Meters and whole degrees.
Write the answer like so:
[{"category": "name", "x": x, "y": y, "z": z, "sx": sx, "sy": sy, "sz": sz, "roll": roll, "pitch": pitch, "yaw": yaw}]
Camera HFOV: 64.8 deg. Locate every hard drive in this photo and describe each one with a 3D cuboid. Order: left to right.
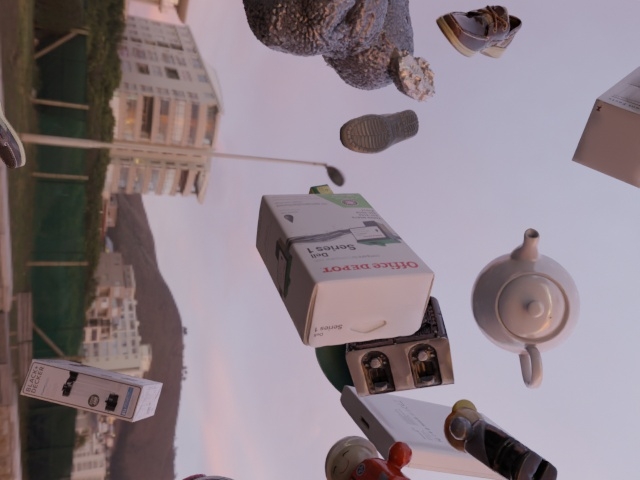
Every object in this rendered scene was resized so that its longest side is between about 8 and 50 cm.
[{"category": "hard drive", "x": 0.237, "y": 0.378, "z": 0.984, "sx": 0.233, "sy": 0.352, "sz": 0.047, "roll": 26, "pitch": -82, "yaw": 69}]

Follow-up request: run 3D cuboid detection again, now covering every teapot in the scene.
[{"category": "teapot", "x": 0.455, "y": 0.147, "z": 1.110, "sx": 0.256, "sy": 0.187, "sz": 0.252, "roll": 44, "pitch": -81, "yaw": 7}]

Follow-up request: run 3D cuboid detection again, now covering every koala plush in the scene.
[{"category": "koala plush", "x": 0.038, "y": -0.256, "z": 0.588, "sx": 0.196, "sy": 0.221, "sz": 0.203, "roll": 34, "pitch": -92, "yaw": 37}]

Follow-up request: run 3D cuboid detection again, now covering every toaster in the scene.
[{"category": "toaster", "x": 0.133, "y": 0.177, "z": 0.873, "sx": 0.186, "sy": 0.167, "sz": 0.110, "roll": -75, "pitch": 153, "yaw": -70}]

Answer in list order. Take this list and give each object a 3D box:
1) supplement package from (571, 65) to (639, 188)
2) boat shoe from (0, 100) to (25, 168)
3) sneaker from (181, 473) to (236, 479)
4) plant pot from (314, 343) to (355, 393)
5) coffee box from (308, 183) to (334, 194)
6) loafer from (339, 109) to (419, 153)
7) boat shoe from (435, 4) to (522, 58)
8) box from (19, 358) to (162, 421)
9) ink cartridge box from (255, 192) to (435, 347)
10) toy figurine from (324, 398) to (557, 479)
[{"category": "supplement package", "x": 0.617, "y": -0.227, "z": 0.965, "sx": 0.139, "sy": 0.244, "sz": 0.134, "roll": 35, "pitch": -38, "yaw": 32}, {"category": "boat shoe", "x": -0.744, "y": -0.253, "z": 1.131, "sx": 0.073, "sy": 0.080, "sz": 0.224, "roll": -59, "pitch": 156, "yaw": -45}, {"category": "sneaker", "x": 0.027, "y": 0.204, "z": 0.199, "sx": 0.299, "sy": 0.120, "sz": 0.112, "roll": 33, "pitch": -57, "yaw": 34}, {"category": "plant pot", "x": 0.151, "y": 0.385, "z": 1.749, "sx": 0.290, "sy": 0.195, "sz": 0.290, "roll": 24, "pitch": -52, "yaw": 34}, {"category": "coffee box", "x": 0.000, "y": 0.000, "z": 0.927, "sx": 0.113, "sy": 0.040, "sz": 0.184, "roll": 61, "pitch": -32, "yaw": 32}, {"category": "loafer", "x": 0.134, "y": -0.262, "z": 1.229, "sx": 0.087, "sy": 0.251, "sz": 0.095, "roll": 4, "pitch": -73, "yaw": 50}, {"category": "boat shoe", "x": 0.416, "y": -0.547, "z": 1.279, "sx": 0.123, "sy": 0.341, "sz": 0.123, "roll": -41, "pitch": -110, "yaw": 41}, {"category": "box", "x": -0.576, "y": 0.379, "z": 1.290, "sx": 0.169, "sy": 0.289, "sz": 0.087, "roll": 87, "pitch": 15, "yaw": -76}, {"category": "ink cartridge box", "x": 0.022, "y": 0.026, "z": 0.659, "sx": 0.219, "sy": 0.160, "sz": 0.093, "roll": -126, "pitch": -141, "yaw": -52}, {"category": "toy figurine", "x": 0.119, "y": 0.285, "z": 0.503, "sx": 0.148, "sy": 0.209, "sz": 0.213, "roll": -177, "pitch": -105, "yaw": -70}]
